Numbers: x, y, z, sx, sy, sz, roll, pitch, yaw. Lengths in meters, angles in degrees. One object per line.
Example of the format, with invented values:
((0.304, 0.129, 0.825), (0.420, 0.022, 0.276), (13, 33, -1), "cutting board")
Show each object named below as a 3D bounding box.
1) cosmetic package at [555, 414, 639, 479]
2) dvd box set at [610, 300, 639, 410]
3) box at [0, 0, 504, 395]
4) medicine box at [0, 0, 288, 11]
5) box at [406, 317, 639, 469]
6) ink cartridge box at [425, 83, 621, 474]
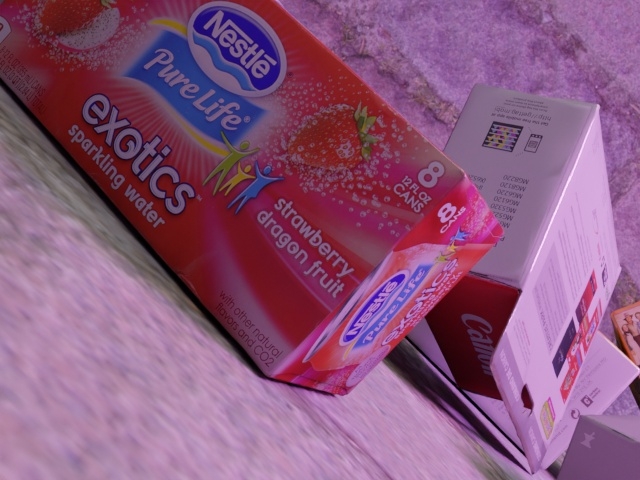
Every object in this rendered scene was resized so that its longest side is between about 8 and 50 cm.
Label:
((0.295, 0.208, 0.817), (0.127, 0.107, 0.238), (25, 10, 40), "cosmetic package")
((0.494, 0.316, 1.289), (0.307, 0.062, 0.420), (53, 17, -57), "dvd box set")
((-0.044, -0.055, 0.527), (0.257, 0.128, 0.122), (46, 4, 22), "box")
((-0.156, -0.199, 0.797), (0.263, 0.149, 0.289), (46, 4, 31), "medicine box")
((0.218, 0.105, 1.302), (0.345, 0.168, 0.215), (44, 4, 13), "box")
((0.188, 0.050, 1.006), (0.130, 0.271, 0.309), (15, -25, 28), "ink cartridge box")
